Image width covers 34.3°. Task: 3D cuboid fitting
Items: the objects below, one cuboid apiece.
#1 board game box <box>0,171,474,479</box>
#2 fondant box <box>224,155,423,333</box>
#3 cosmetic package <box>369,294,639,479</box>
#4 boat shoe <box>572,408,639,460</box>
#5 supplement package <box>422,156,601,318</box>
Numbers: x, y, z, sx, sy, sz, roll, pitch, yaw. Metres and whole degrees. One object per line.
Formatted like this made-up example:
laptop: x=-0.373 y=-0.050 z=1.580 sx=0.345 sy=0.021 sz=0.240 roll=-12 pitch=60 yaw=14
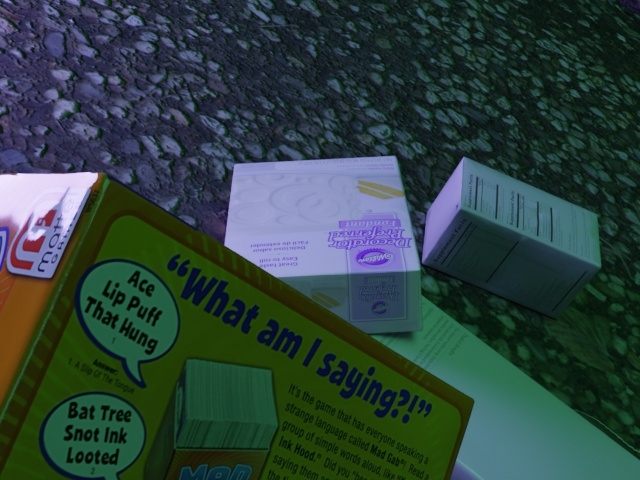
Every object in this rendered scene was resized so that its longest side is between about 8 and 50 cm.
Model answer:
board game box: x=-0.177 y=0.190 z=0.733 sx=0.356 sy=0.356 sz=0.356 roll=34 pitch=70 yaw=-38
fondant box: x=0.000 y=0.000 z=1.368 sx=0.238 sy=0.096 sz=0.330 roll=-3 pitch=30 yaw=0
cosmetic package: x=0.190 y=0.265 z=1.282 sx=0.385 sy=0.156 sz=0.217 roll=40 pitch=40 yaw=10
boat shoe: x=0.428 y=0.346 z=1.374 sx=0.324 sy=0.116 sz=0.097 roll=45 pitch=37 yaw=12
supplement package: x=0.301 y=-0.004 z=1.645 sx=0.244 sy=0.139 sz=0.134 roll=23 pitch=41 yaw=-9
